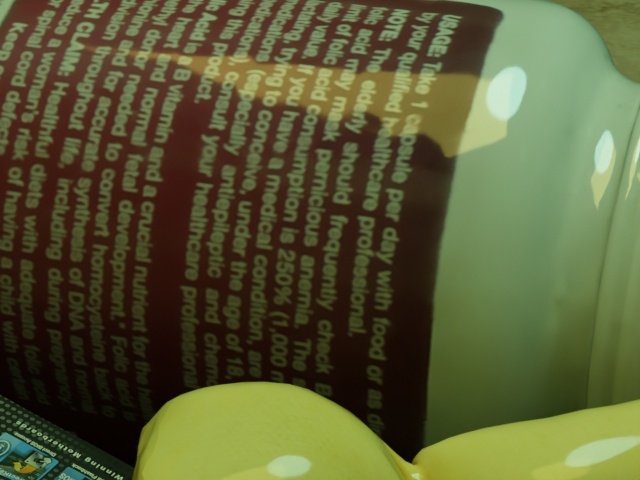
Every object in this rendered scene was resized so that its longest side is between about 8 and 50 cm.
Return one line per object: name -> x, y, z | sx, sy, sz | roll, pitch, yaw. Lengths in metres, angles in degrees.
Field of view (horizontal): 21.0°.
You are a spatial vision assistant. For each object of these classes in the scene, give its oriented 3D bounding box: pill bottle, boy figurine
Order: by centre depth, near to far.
boy figurine -> 0.065, 0.113, 0.546 | 0.285, 0.177, 0.092 | 11, 35, -26
pill bottle -> 0.000, 0.000, 0.736 | 0.392, 0.224, 0.224 | 9, 27, 16

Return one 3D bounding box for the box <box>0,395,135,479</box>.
box -> -0.144, 0.129, 0.564 | 0.270, 0.060, 0.216 | 26, 28, 13
